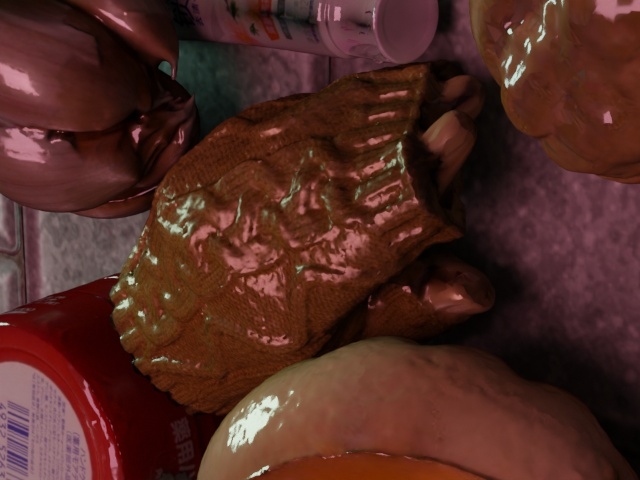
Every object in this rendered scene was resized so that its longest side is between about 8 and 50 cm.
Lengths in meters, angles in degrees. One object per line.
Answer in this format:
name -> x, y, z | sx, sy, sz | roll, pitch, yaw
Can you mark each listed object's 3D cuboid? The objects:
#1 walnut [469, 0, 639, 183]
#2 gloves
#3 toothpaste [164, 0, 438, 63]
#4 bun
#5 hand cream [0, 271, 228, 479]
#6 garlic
walnut -> 0.181, -0.148, 1.080 | 0.198, 0.198, 0.245 | 47, 139, 20
gloves -> -0.014, 0.008, 1.324 | 0.356, 0.155, 0.203 | -37, 83, 39
toothpaste -> -0.054, -0.172, 1.367 | 0.323, 0.066, 0.100 | 15, 119, 45
bun -> 0.074, 0.171, 1.285 | 0.299, 0.165, 0.299 | 8, 133, 9
hand cream -> -0.175, 0.145, 1.519 | 0.230, 0.149, 0.230 | 15, 112, 40
garlic -> -0.185, -0.092, 1.413 | 0.191, 0.160, 0.214 | 43, 140, 35
